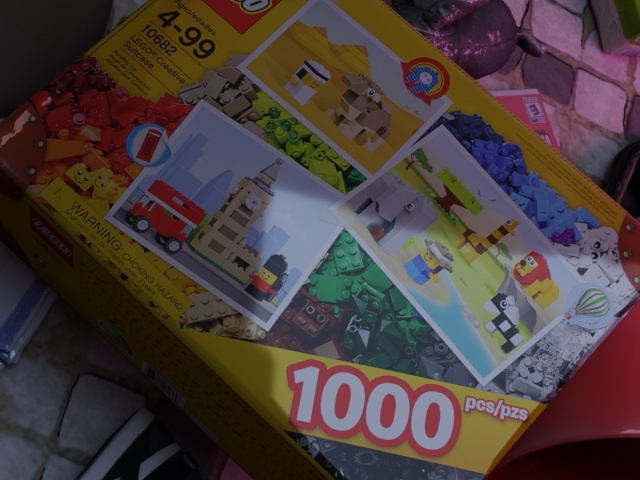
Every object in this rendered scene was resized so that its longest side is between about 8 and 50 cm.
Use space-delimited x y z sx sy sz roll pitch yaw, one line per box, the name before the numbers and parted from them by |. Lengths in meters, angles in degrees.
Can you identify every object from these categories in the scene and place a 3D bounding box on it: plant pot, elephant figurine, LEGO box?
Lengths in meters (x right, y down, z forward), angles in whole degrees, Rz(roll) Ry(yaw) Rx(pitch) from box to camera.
plant pot | -0.297 -0.297 1.346 0.256 0.274 0.256 12 62 -23
elephant figurine | 0.121 -0.223 1.568 0.169 0.186 0.239 58 25 -4
LEGO box | 0.000 0.000 1.263 0.500 0.193 0.372 42 68 8
plant pot | 0.290 0.161 1.470 0.275 0.275 0.243 16 52 -21

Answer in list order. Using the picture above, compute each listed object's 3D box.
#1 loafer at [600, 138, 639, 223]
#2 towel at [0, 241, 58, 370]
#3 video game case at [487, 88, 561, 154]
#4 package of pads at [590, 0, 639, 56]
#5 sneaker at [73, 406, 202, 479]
loafer | 0.400 -0.063 1.711 0.096 0.084 0.267 52 47 -3
towel | -0.355 -0.037 1.317 0.285 0.034 0.209 41 54 -16
video game case | 0.223 -0.049 1.662 0.204 0.025 0.285 -6 71 -31
package of pads | 0.472 -0.391 1.911 0.229 0.101 0.296 0 68 -27
sneaker | -0.183 0.262 1.262 0.121 0.079 0.217 42 53 -3
